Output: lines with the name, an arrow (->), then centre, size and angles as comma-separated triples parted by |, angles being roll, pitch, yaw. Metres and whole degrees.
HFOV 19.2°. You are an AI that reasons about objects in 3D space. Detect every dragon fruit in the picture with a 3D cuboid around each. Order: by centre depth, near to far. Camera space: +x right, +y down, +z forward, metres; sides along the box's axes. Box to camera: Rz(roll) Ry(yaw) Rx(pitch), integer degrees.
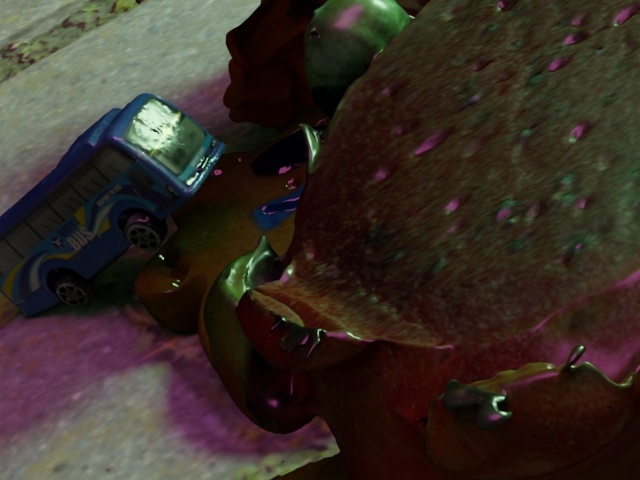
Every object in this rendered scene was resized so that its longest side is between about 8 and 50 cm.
dragon fruit -> 0.089, -0.008, 0.643 | 0.268, 0.130, 0.295 | -41, 33, 0

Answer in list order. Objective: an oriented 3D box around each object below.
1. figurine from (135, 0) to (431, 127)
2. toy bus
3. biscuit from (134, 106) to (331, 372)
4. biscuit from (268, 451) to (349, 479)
figurine -> -0.039, -0.201, 0.951 | 0.306, 0.412, 0.241 | -53, 42, 40
toy bus -> -0.111, -0.015, 0.929 | 0.153, 0.061, 0.051 | -36, 20, 44
biscuit -> 0.000, 0.000, 0.894 | 0.180, 0.039, 0.236 | -25, 32, -4
biscuit -> 0.023, 0.166, 0.609 | 0.305, 0.038, 0.305 | -18, 30, 11
